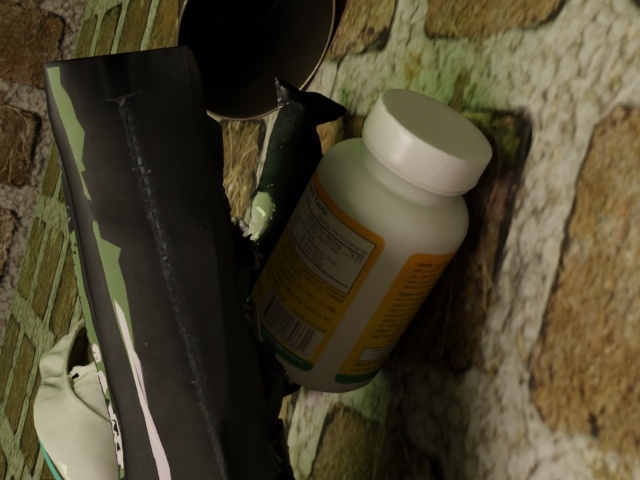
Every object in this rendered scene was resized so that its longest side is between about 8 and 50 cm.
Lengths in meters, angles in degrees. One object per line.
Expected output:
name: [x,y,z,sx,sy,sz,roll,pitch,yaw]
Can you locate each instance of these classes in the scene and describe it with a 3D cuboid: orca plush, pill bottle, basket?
orca plush: [0.000,0.000,0.852,0.151,0.102,0.287,61,-143,-57]
pill bottle: [0.034,0.000,0.700,0.208,0.117,0.118,-62,29,29]
basket: [-0.085,-0.272,1.057,0.227,0.154,0.204,-107,37,-54]

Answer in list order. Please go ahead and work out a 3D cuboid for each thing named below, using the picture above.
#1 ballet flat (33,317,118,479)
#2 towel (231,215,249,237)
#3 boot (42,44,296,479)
ballet flat: [-0.258,0.176,1.132,0.400,0.139,0.139,-144,70,-67]
towel: [-0.151,0.184,1.062,0.312,0.056,0.324,-49,37,44]
boot: [-0.105,0.139,0.677,0.367,0.146,0.445,-46,59,62]
